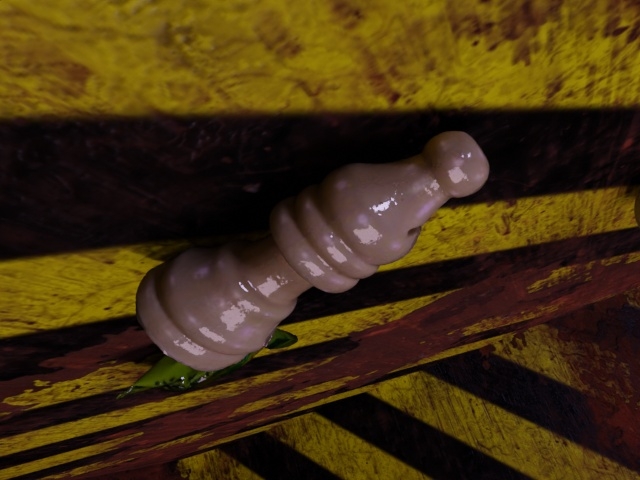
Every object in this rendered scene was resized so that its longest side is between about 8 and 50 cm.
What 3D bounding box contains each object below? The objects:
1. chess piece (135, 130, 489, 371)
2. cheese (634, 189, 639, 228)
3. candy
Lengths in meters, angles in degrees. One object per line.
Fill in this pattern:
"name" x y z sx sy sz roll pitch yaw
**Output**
"chess piece" 0.000 0.000 0.469 0.307 0.124 0.139 -32 123 19
"cheese" 0.575 -0.077 0.720 0.266 0.127 0.233 -21 158 7
"candy" -0.164 0.167 0.765 0.246 0.069 0.149 -27 162 7
